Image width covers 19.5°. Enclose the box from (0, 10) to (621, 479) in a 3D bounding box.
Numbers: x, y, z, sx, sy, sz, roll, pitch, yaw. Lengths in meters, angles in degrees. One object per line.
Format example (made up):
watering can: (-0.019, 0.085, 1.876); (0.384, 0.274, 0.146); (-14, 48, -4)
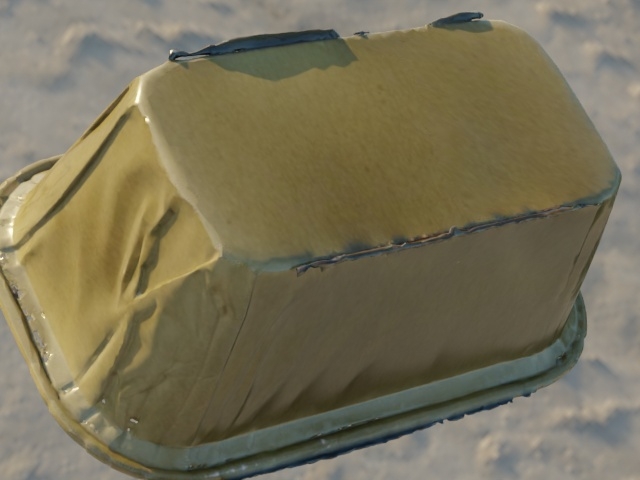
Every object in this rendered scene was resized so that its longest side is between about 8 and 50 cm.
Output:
box: (0.000, 0.000, 0.506); (0.177, 0.111, 0.111); (-11, 52, -34)
